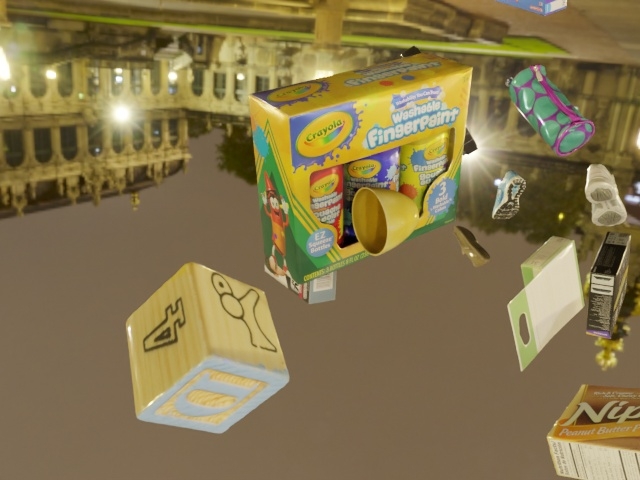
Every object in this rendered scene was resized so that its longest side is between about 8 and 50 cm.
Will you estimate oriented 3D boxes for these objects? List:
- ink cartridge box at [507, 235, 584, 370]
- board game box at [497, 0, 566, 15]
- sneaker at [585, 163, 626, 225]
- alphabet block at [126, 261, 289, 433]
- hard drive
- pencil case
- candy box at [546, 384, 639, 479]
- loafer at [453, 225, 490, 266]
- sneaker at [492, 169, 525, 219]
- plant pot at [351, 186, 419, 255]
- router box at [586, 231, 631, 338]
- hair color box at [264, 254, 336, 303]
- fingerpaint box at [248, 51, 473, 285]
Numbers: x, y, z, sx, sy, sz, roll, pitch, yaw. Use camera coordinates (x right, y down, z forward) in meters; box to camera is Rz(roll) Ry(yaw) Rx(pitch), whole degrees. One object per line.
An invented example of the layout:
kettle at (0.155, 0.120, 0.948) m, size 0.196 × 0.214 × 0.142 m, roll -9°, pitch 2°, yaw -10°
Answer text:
ink cartridge box at (0.437, 0.123, 1.182) m, size 0.235 × 0.171 × 0.056 m, roll -34°, pitch -151°, yaw -26°
board game box at (0.544, -0.793, 1.653) m, size 0.078 × 0.233 × 0.347 m, roll -23°, pitch -141°, yaw -14°
sneaker at (0.785, -0.128, 1.620) m, size 0.090 × 0.232 × 0.115 m, roll -7°, pitch -125°, yaw 28°
alphabet block at (-0.198, 0.189, 1.018) m, size 0.192 × 0.193 × 0.197 m, roll 31°, pitch -152°, yaw -43°
hard drive at (0.390, -0.457, 1.927) m, size 0.064 × 0.339 × 0.237 m, roll -31°, pitch -151°, yaw 13°
pencil case at (0.340, -0.197, 0.877) m, size 0.064 × 0.070 × 0.152 m, roll -17°, pitch -127°, yaw -6°
candy box at (0.571, 0.332, 0.984) m, size 0.316 × 0.088 × 0.182 m, roll -9°, pitch -167°, yaw 46°
loafer at (0.418, 0.017, 1.667) m, size 0.056 × 0.050 × 0.148 m, roll 8°, pitch -141°, yaw -37°
sneaker at (0.520, -0.126, 1.642) m, size 0.063 × 0.162 × 0.073 m, roll 3°, pitch -137°, yaw -10°
plant pot at (0.135, -0.044, 1.155) m, size 0.095 × 0.134 × 0.134 m, roll -11°, pitch -158°, yaw -24°
router box at (0.981, 0.144, 2.003) m, size 0.080 × 0.243 × 0.309 m, roll 9°, pitch -149°, yaw 33°
hair color box at (-0.081, 0.078, 2.168) m, size 0.113 × 0.186 × 0.374 m, roll -6°, pitch -162°, yaw -28°
fingerpaint box at (0.095, -0.160, 1.246) m, size 0.444 × 0.371 × 0.163 m, roll -20°, pitch -143°, yaw -27°
